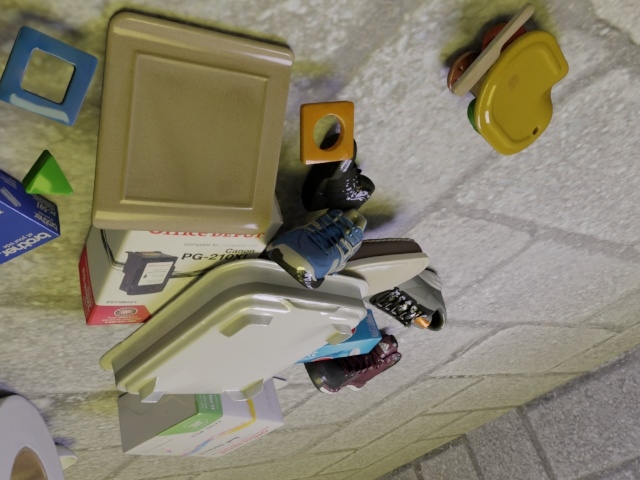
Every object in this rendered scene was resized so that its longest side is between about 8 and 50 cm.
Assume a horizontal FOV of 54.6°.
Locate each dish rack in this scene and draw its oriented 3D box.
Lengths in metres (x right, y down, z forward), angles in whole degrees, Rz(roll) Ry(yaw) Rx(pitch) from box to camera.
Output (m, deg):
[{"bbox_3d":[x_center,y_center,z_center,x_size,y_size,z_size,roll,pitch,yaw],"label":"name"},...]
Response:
[{"bbox_3d":[-0.111,0.147,0.867,0.333,0.072,0.285,-37,146,31],"label":"dish rack"}]

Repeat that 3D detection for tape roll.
[{"bbox_3d":[-0.507,0.455,1.026,0.072,0.392,0.392,-14,150,-9],"label":"tape roll"}]

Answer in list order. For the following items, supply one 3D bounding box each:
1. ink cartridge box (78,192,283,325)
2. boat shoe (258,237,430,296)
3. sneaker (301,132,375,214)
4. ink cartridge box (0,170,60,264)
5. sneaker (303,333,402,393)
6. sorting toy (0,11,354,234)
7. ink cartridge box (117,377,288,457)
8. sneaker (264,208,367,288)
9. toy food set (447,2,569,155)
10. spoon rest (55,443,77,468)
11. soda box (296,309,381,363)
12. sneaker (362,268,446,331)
[{"bbox_3d":[-0.177,0.003,0.748,0.172,0.100,0.237,2,145,-33],"label":"ink cartridge box"},{"bbox_3d":[0.001,0.037,0.914,0.324,0.096,0.116,-12,150,-13],"label":"boat shoe"},{"bbox_3d":[0.033,-0.078,0.791,0.089,0.051,0.170,-4,152,-26],"label":"sneaker"},{"bbox_3d":[-0.400,0.001,0.669,0.207,0.046,0.097,-24,151,9],"label":"ink cartridge box"},{"bbox_3d":[0.081,0.245,1.327,0.162,0.106,0.281,-34,158,15],"label":"sneaker"},{"bbox_3d":[-0.122,-0.103,0.603,0.348,0.047,0.196,2,107,-32],"label":"sorting toy"},{"bbox_3d":[-0.223,0.368,1.317,0.207,0.119,0.353,-31,148,20],"label":"ink cartridge box"},{"bbox_3d":[0.000,0.000,0.746,0.081,0.080,0.211,-52,173,16],"label":"sneaker"},{"bbox_3d":[0.203,-0.184,0.705,0.128,0.071,0.218,-53,145,9],"label":"toy food set"},{"bbox_3d":[-0.642,0.474,1.287,0.137,0.084,0.276,-35,146,26],"label":"spoon rest"},{"bbox_3d":[0.008,0.189,1.204,0.210,0.067,0.071,-3,147,-26],"label":"soda box"},{"bbox_3d":[0.147,0.098,1.094,0.100,0.108,0.271,-35,146,29],"label":"sneaker"}]
